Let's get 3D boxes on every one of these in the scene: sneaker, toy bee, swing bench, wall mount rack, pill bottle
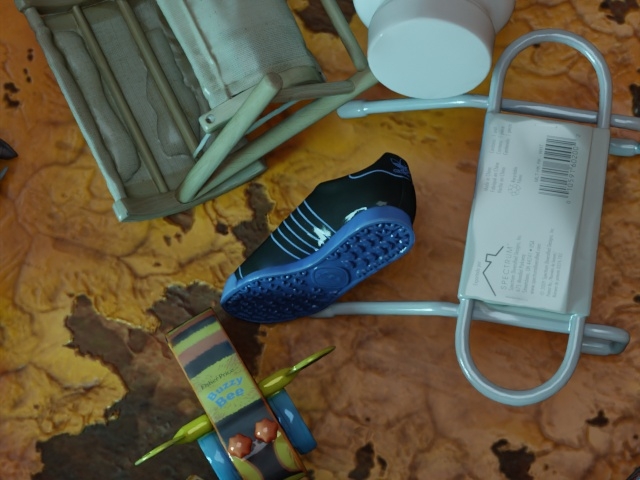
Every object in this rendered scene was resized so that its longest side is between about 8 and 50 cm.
[{"bbox_3d":[0.000,0.000,1.643,0.232,0.081,0.090,-27,43,35],"label":"sneaker"},{"bbox_3d":[-0.053,0.163,1.571,0.298,0.162,0.195,35,75,24],"label":"toy bee"},{"bbox_3d":[-0.121,-0.190,1.664,0.255,0.165,0.253,-36,75,38],"label":"swing bench"},{"bbox_3d":[0.147,-0.021,1.641,0.304,0.130,0.350,9,78,5],"label":"wall mount rack"},{"bbox_3d":[0.108,-0.269,1.633,0.152,0.152,0.272,1,56,6],"label":"pill bottle"}]

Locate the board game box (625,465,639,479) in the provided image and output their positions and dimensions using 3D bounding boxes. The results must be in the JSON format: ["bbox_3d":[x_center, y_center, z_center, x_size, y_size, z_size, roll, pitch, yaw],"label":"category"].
[{"bbox_3d":[0.248,0.271,1.471,0.302,0.308,0.086,-44,79,-3],"label":"board game box"}]

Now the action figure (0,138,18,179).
[{"bbox_3d":[-0.392,0.021,1.689,0.185,0.099,0.285,13,75,16],"label":"action figure"}]

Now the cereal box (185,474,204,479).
[{"bbox_3d":[-0.053,0.334,1.527,0.240,0.047,0.173,31,113,4],"label":"cereal box"}]
